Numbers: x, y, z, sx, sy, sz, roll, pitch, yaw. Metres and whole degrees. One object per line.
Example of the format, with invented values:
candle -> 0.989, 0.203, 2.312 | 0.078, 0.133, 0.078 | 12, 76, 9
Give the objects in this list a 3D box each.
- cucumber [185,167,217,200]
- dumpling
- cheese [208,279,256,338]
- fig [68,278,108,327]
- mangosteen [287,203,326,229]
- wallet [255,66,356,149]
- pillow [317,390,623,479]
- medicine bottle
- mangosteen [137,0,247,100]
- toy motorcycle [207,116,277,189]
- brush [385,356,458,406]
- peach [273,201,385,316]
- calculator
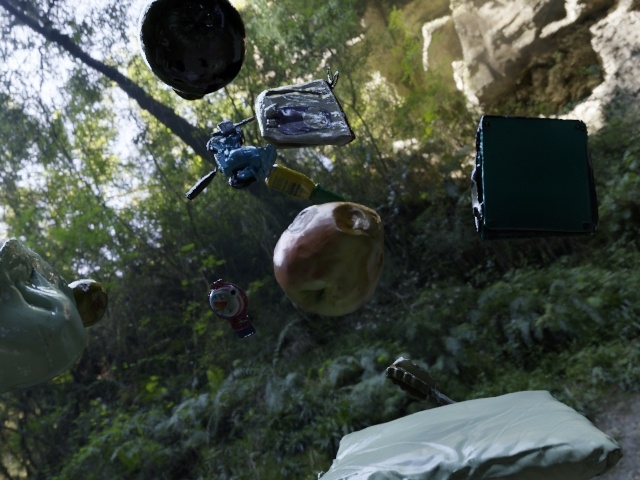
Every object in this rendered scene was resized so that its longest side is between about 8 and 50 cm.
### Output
cucumber -> -0.442, -0.215, 1.999 | 0.163, 0.039, 0.043 | -43, -8, 9
dumpling -> -0.596, 0.164, 1.030 | 0.212, 0.321, 0.270 | -40, -57, -15
cheese -> -0.327, 0.256, 1.970 | 0.155, 0.244, 0.062 | -23, 14, 16
fig -> -0.746, 0.181, 1.627 | 0.187, 0.148, 0.142 | 12, -57, 9
mangosteen -> 0.010, 0.001, 1.512 | 0.216, 0.216, 0.216 | -19, -31, -12
wallet -> -0.049, -0.380, 1.560 | 0.275, 0.335, 0.068 | -12, -39, -6
pillow -> 0.134, 0.224, 0.558 | 0.275, 0.076, 0.281 | -16, -12, 8
medicine bottle -> -0.052, -0.193, 1.988 | 0.309, 0.076, 0.111 | 21, -33, -9
mangosteen -> -0.348, -0.541, 1.444 | 0.301, 0.300, 0.300 | -19, -31, -12
toy motorcycle -> -0.237, -0.272, 1.648 | 0.182, 0.272, 0.123 | -28, -34, -13
brush -> 0.318, 0.419, 1.434 | 0.084, 0.301, 0.071 | -32, -37, -44
peach -> 0.032, 0.027, 1.027 | 0.235, 0.214, 0.214 | -54, -18, -29
calculator -> 0.448, -0.131, 1.129 | 0.249, 0.273, 0.058 | -1, -12, -2
